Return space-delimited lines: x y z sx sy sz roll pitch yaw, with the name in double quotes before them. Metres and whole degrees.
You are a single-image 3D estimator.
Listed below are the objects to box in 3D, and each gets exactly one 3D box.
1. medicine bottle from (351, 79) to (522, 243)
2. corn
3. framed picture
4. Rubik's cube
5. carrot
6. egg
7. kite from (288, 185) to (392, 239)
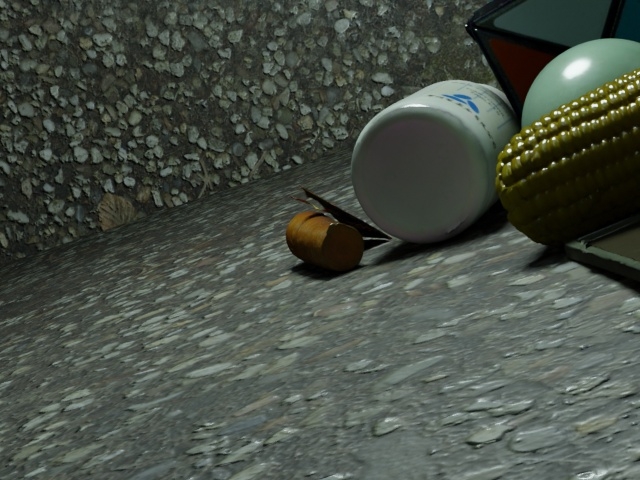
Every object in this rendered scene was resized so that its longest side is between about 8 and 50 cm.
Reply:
"medicine bottle" 0.155 -0.106 1.641 0.170 0.170 0.293 -16 8 22
"corn" 0.324 -0.108 1.221 0.344 0.131 0.131 -27 3 24
"framed picture" 0.319 -0.020 1.076 0.208 0.019 0.281 -22 5 0
"Rubik's cube" 0.357 -0.243 1.698 0.246 0.250 0.248 -30 6 19
"carrot" 0.000 0.000 1.666 0.067 0.067 0.225 -20 8 -10
"egg" 0.304 -0.128 1.418 0.168 0.168 0.231 -14 5 34
"kite" 0.024 -0.029 1.730 0.159 0.010 0.190 24 -9 30
